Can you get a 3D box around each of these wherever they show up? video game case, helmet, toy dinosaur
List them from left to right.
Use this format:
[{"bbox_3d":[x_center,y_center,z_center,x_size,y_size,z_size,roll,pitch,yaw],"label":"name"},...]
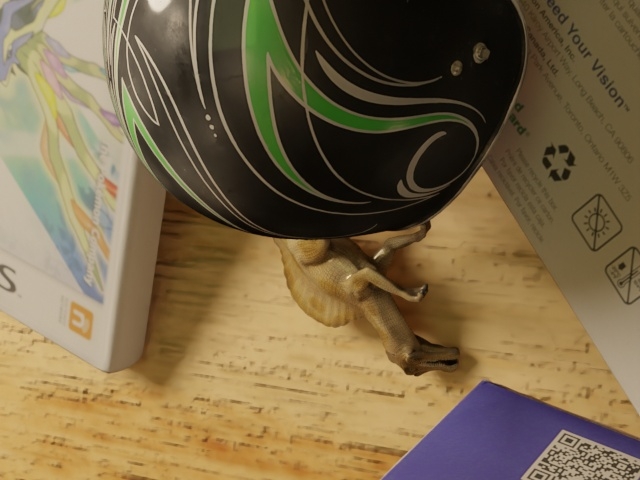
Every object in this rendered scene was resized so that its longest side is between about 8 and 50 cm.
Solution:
[{"bbox_3d":[-0.204,-0.125,0.743,0.300,0.036,0.329,25,119,27],"label":"video game case"},{"bbox_3d":[-0.013,-0.086,0.543,0.169,0.162,0.169,-34,47,46],"label":"helmet"},{"bbox_3d":[0.000,0.000,0.659,0.183,0.053,0.092,43,134,20],"label":"toy dinosaur"}]

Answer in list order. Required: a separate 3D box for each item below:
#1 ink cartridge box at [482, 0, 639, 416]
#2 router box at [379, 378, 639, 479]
[{"bbox_3d":[0.222,-0.041,0.472,0.330,0.071,0.324,-46,65,43],"label":"ink cartridge box"},{"bbox_3d":[-0.005,0.255,0.401,0.082,0.335,0.301,20,125,29],"label":"router box"}]
